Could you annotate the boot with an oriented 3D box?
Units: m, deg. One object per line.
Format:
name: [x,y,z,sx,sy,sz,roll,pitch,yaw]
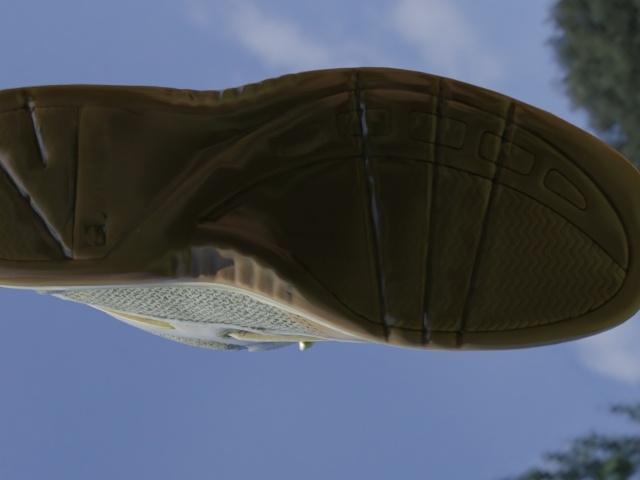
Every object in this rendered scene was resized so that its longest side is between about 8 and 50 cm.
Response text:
boot: [0.000,0.000,0.614,0.165,0.213,0.077,42,-127,-77]
